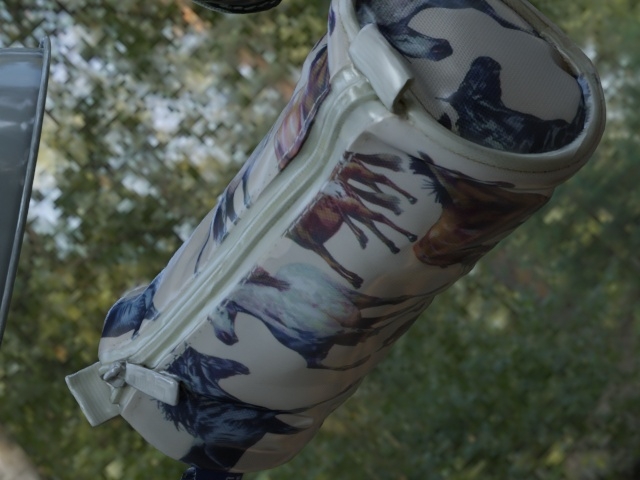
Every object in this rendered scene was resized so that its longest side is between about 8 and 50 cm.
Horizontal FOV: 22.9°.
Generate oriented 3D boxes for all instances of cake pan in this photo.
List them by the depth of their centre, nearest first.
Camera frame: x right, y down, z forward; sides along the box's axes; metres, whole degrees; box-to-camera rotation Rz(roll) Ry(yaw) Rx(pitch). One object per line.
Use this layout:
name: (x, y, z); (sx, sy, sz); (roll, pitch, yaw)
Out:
cake pan: (-0.270, -0.026, 1.277); (0.054, 0.293, 0.293); (10, -44, -13)

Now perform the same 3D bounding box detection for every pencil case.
pencil case: (0.000, 0.000, 0.952); (0.183, 0.160, 0.410); (-25, -17, -40)

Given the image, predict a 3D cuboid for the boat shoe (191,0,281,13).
boat shoe: (-0.157, -0.237, 1.009); (0.127, 0.340, 0.113); (-59, 22, 4)
